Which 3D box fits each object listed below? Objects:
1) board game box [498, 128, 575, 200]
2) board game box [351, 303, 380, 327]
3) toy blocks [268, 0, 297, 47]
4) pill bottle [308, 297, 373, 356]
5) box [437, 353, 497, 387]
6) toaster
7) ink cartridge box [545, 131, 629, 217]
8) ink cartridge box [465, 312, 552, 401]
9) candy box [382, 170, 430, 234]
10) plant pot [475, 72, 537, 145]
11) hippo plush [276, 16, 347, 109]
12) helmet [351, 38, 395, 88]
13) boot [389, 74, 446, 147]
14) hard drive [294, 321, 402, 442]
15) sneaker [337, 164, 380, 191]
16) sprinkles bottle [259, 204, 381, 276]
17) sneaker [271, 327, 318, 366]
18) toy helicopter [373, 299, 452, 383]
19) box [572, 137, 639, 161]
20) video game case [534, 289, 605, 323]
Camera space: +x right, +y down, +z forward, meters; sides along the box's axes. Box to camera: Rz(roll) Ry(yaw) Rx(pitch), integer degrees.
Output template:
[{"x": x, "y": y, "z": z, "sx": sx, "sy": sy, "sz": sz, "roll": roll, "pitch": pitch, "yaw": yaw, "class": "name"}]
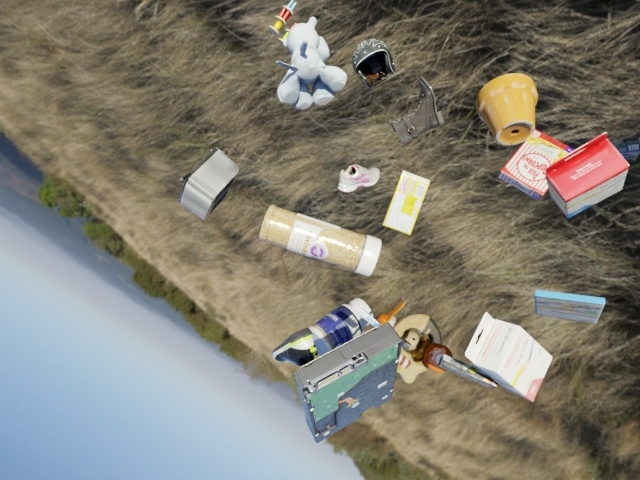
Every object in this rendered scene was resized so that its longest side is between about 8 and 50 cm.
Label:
[{"x": 0.689, "y": -0.242, "z": 1.316, "sx": 0.146, "sy": 0.193, "sz": 0.045, "roll": 37, "pitch": 170, "yaw": 19, "class": "board game box"}, {"x": 0.132, "y": 0.218, "z": 1.191, "sx": 0.090, "sy": 0.020, "sz": 0.090, "roll": 37, "pitch": 176, "yaw": 12, "class": "board game box"}, {"x": -0.132, "y": -0.900, "z": 1.713, "sx": 0.054, "sy": 0.148, "sz": 0.123, "roll": 37, "pitch": -179, "yaw": 35, "class": "toy blocks"}, {"x": 0.087, "y": 0.361, "z": 1.730, "sx": 0.153, "sy": 0.264, "sz": 0.153, "roll": 40, "pitch": 147, "yaw": 33, "class": "pill bottle"}, {"x": 0.368, "y": 0.330, "z": 1.041, "sx": 0.137, "sy": 0.027, "sz": 0.094, "roll": 20, "pitch": 165, "yaw": 18, "class": "box"}, {"x": -0.356, "y": -0.172, "z": 1.298, "sx": 0.110, "sy": 0.186, "sz": 0.168, "roll": 37, "pitch": 144, "yaw": -6, "class": "toaster"}, {"x": 0.590, "y": -0.137, "z": 0.921, "sx": 0.231, "sy": 0.134, "sz": 0.078, "roll": 16, "pitch": -136, "yaw": -56, "class": "ink cartridge box"}, {"x": 0.414, "y": 0.255, "z": 0.906, "sx": 0.198, "sy": 0.115, "sz": 0.067, "roll": 37, "pitch": 166, "yaw": -26, "class": "ink cartridge box"}, {"x": 0.302, "y": -0.132, "z": 1.459, "sx": 0.105, "sy": 0.206, "sz": 0.027, "roll": 21, "pitch": -179, "yaw": 1, "class": "candy box"}, {"x": 0.680, "y": -0.454, "z": 1.486, "sx": 0.205, "sy": 0.188, "sz": 0.205, "roll": 1, "pitch": 152, "yaw": 1, "class": "plant pot"}, {"x": -0.070, "y": -0.627, "z": 1.456, "sx": 0.234, "sy": 0.237, "sz": 0.294, "roll": -29, "pitch": 152, "yaw": 28, "class": "hippo plush"}, {"x": 0.200, "y": -0.692, "z": 1.596, "sx": 0.161, "sy": 0.169, "sz": 0.169, "roll": 53, "pitch": 154, "yaw": -22, "class": "helmet"}, {"x": 0.416, "y": -0.574, "z": 1.856, "sx": 0.229, "sy": 0.091, "sz": 0.263, "roll": -21, "pitch": 102, "yaw": 23, "class": "boot"}, {"x": 0.068, "y": 0.344, "z": 0.972, "sx": 0.064, "sy": 0.236, "sz": 0.339, "roll": 54, "pitch": 161, "yaw": 36, "class": "hard drive"}, {"x": 0.200, "y": -0.333, "z": 2.099, "sx": 0.103, "sy": 0.252, "sz": 0.111, "roll": 35, "pitch": 139, "yaw": 45, "class": "sneaker"}, {"x": 0.000, "y": 0.000, "z": 1.251, "sx": 0.355, "sy": 0.121, "sz": 0.121, "roll": 18, "pitch": 159, "yaw": 1, "class": "sprinkles bottle"}, {"x": -0.071, "y": 0.330, "z": 1.176, "sx": 0.097, "sy": 0.084, "sz": 0.235, "roll": 61, "pitch": 150, "yaw": 17, "class": "sneaker"}, {"x": 0.202, "y": 0.336, "z": 1.253, "sx": 0.235, "sy": 0.355, "sz": 0.140, "roll": 64, "pitch": 169, "yaw": -2, "class": "toy helicopter"}, {"x": 0.973, "y": -0.296, "z": 1.455, "sx": 0.233, "sy": 0.044, "sz": 0.159, "roll": -5, "pitch": 174, "yaw": 31, "class": "box"}, {"x": 0.519, "y": 0.141, "z": 0.870, "sx": 0.119, "sy": 0.015, "sz": 0.166, "roll": 5, "pitch": 160, "yaw": 30, "class": "video game case"}]
